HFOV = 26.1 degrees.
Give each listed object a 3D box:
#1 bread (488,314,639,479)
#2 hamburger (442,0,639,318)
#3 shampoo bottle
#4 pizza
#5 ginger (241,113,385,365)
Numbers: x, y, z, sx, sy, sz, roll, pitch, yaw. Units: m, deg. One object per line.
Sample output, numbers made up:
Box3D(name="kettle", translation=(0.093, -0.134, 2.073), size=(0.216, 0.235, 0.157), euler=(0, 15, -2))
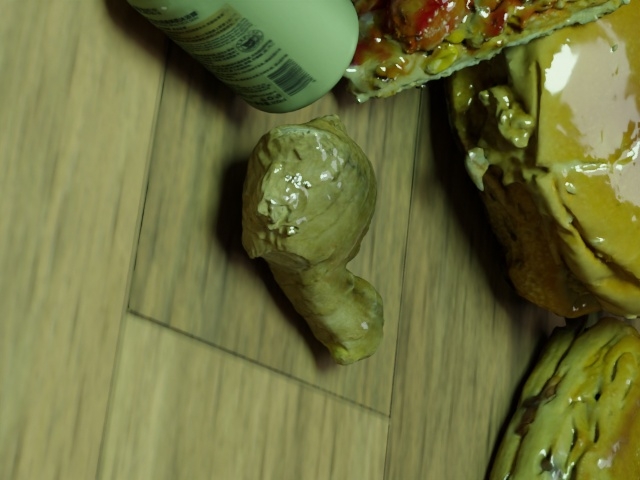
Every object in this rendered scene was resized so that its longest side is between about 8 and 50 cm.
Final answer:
Box3D(name="bread", translation=(0.211, 0.188, 1.011), size=(0.210, 0.099, 0.235), euler=(57, 43, -34))
Box3D(name="hamburger", translation=(0.204, -0.094, 0.986), size=(0.290, 0.170, 0.314), euler=(59, 43, -23))
Box3D(name="shampoo bottle", translation=(-0.052, -0.132, 0.691), size=(0.162, 0.079, 0.079), euler=(37, 56, -46))
Box3D(name="pizza", translation=(0.084, -0.161, 0.837), size=(0.193, 0.201, 0.053), euler=(-60, 167, -18))
Box3D(name="ginger", translation=(0.003, -0.007, 0.769), size=(0.165, 0.067, 0.096), euler=(66, 36, -46))
